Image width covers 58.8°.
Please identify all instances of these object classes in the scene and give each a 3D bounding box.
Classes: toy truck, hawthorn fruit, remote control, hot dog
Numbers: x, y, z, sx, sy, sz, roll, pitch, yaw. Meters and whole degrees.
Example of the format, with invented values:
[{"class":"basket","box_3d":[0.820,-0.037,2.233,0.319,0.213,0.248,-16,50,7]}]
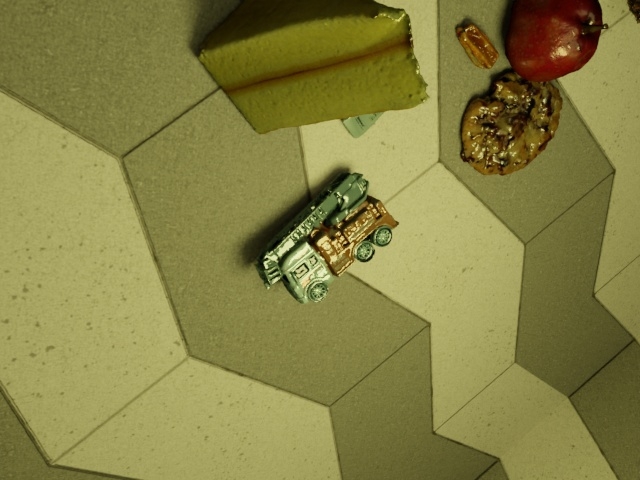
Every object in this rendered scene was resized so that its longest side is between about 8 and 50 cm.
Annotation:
[{"class":"toy truck","box_3d":[0.000,0.000,1.327,0.338,0.133,0.184,-40,120,-9]},{"class":"hawthorn fruit","box_3d":[0.545,-0.480,1.301,0.210,0.266,0.230,18,103,-18]},{"class":"remote control","box_3d":[0.119,-0.306,1.285,0.162,0.029,0.061,-46,132,-6]},{"class":"hot dog","box_3d":[0.370,-0.459,1.344,0.144,0.038,0.062,30,102,-37]}]

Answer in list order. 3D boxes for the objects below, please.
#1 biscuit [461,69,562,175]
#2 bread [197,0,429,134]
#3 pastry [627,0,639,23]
[{"class":"biscuit","box_3d":[0.516,-0.305,1.497,0.334,0.081,0.289,-15,124,-25]},{"class":"bread","box_3d":[-0.012,-0.299,0.997,0.245,0.361,0.233,-45,130,-5]},{"class":"pastry","box_3d":[0.885,-0.663,1.400,0.193,0.274,0.275,-49,133,-26]}]
